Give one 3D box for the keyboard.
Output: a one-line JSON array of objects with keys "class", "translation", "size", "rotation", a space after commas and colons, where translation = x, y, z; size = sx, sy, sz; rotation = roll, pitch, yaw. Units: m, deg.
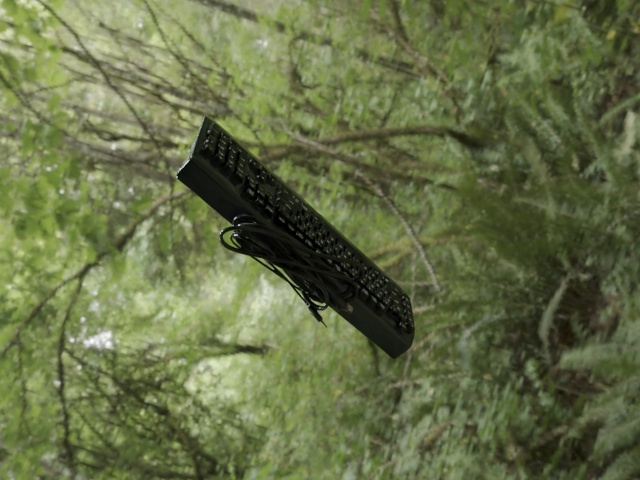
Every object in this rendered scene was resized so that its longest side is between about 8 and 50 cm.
[{"class": "keyboard", "translation": [0.000, 0.000, 0.499], "size": [0.038, 0.192, 0.100], "rotation": [-38, 24, 27]}]
